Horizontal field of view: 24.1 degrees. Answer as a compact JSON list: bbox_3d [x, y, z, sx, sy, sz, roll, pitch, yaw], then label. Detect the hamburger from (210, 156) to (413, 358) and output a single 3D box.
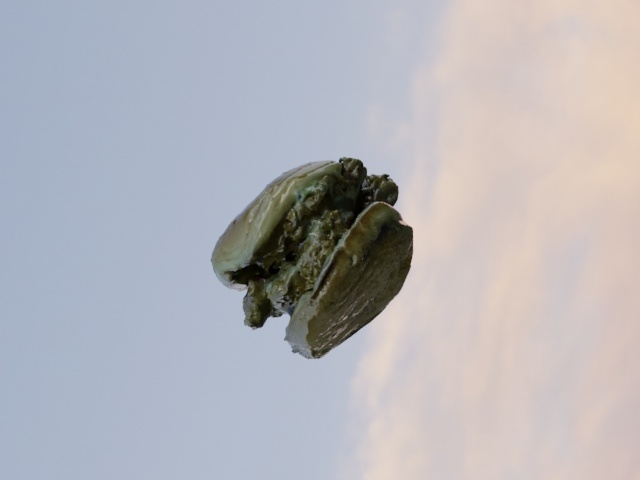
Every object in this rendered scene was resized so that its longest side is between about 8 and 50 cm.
[{"bbox_3d":[0.000,0.000,1.247,0.185,0.131,0.159,-38,-21,-27],"label":"hamburger"}]
